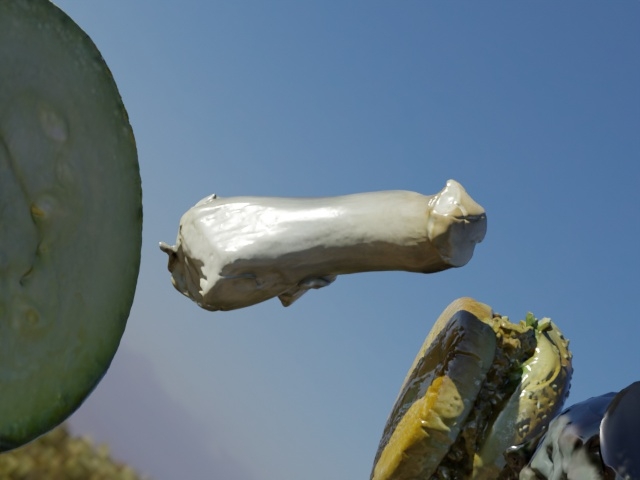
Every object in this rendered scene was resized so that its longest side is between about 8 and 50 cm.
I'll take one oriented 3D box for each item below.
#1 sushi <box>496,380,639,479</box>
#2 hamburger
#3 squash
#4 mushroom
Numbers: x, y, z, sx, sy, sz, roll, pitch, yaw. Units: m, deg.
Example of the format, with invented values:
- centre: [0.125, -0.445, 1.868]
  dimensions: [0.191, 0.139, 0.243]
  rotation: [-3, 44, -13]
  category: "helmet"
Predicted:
- centre: [0.242, 0.274, 1.083]
  dimensions: [0.285, 0.329, 0.328]
  rotation: [7, -37, -8]
  category: "sushi"
- centre: [0.122, 0.155, 1.527]
  dimensions: [0.122, 0.215, 0.189]
  rotation: [29, -19, -6]
  category: "hamburger"
- centre: [-0.180, -0.011, 0.946]
  dimensions: [0.049, 0.252, 0.252]
  rotation: [6, -31, 35]
  category: "squash"
- centre: [0.000, 0.000, 1.474]
  dimensions: [0.096, 0.278, 0.099]
  rotation: [4, 79, -72]
  category: "mushroom"
